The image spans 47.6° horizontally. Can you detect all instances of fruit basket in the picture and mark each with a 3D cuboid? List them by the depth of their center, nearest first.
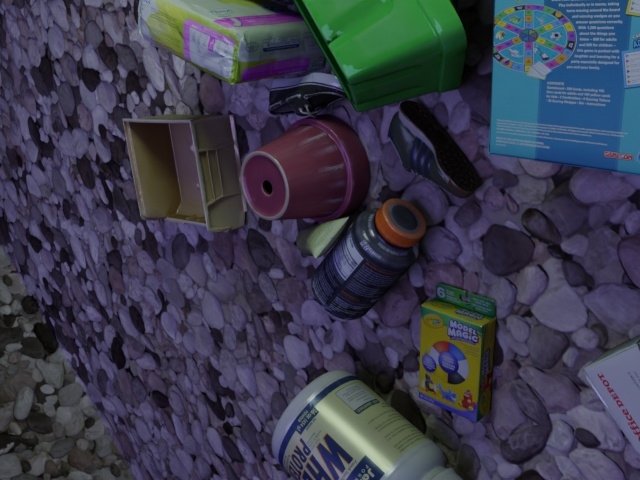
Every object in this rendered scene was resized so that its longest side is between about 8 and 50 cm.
[{"bbox_3d":[0.134,-0.416,1.043,0.392,0.283,0.392,-1,84,7],"label":"fruit basket"}]

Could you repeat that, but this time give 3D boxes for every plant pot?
[{"bbox_3d":[-0.040,-0.121,1.344,0.201,0.180,0.201,19,118,40],"label":"plant pot"}]

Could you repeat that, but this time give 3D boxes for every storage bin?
[{"bbox_3d":[-0.306,-0.154,1.644,0.262,0.123,0.260,9,112,43],"label":"storage bin"}]

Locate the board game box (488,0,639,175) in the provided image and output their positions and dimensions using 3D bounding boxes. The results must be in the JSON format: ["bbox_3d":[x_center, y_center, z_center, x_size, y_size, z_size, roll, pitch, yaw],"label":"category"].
[{"bbox_3d":[0.330,-0.256,0.855,0.253,0.079,0.336,17,116,45],"label":"board game box"}]

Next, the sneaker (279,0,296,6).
[{"bbox_3d":[-0.053,-0.451,1.278,0.267,0.106,0.101,24,121,36],"label":"sneaker"}]

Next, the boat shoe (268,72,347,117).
[{"bbox_3d":[-0.018,-0.260,1.331,0.219,0.077,0.070,8,84,51],"label":"boat shoe"}]

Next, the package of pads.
[{"bbox_3d":[-0.167,-0.384,1.330,0.296,0.229,0.101,33,127,33],"label":"package of pads"}]

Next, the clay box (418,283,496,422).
[{"bbox_3d":[0.239,0.196,1.282,0.127,0.053,0.222,16,118,40],"label":"clay box"}]

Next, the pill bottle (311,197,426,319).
[{"bbox_3d":[0.091,0.031,1.310,0.130,0.130,0.246,53,136,16],"label":"pill bottle"}]

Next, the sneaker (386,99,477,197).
[{"bbox_3d":[0.179,-0.136,1.207,0.192,0.064,0.086,55,144,14],"label":"sneaker"}]

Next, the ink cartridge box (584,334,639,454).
[{"bbox_3d":[0.495,0.190,0.994,0.148,0.086,0.203,59,138,11],"label":"ink cartridge box"}]

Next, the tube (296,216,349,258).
[{"bbox_3d":[0.000,0.000,1.353,0.240,0.062,0.070,166,102,-80],"label":"tube"}]

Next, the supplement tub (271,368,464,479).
[{"bbox_3d":[0.089,0.431,1.397,0.325,0.235,0.235,37,129,30],"label":"supplement tub"}]
